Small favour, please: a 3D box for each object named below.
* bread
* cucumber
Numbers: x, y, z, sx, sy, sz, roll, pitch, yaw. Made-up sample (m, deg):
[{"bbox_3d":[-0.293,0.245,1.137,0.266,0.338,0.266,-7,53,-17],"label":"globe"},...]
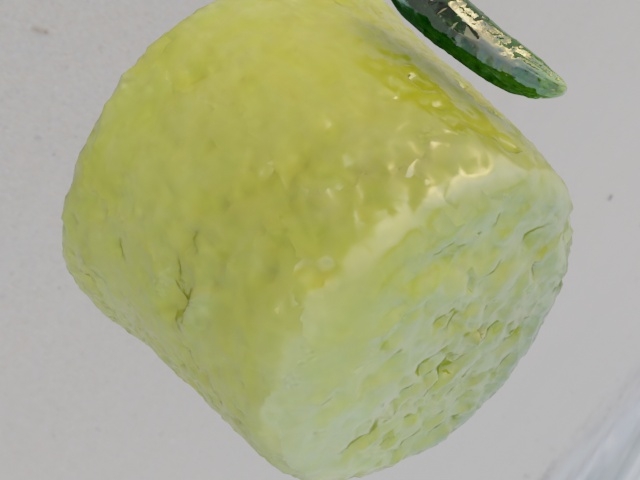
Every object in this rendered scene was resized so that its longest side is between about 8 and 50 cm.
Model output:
[{"bbox_3d":[0.000,0.000,0.810,0.348,0.308,0.348,-28,146,-21],"label":"bread"},{"bbox_3d":[0.095,-0.146,0.707,0.039,0.168,0.039,-49,172,-9],"label":"cucumber"}]
